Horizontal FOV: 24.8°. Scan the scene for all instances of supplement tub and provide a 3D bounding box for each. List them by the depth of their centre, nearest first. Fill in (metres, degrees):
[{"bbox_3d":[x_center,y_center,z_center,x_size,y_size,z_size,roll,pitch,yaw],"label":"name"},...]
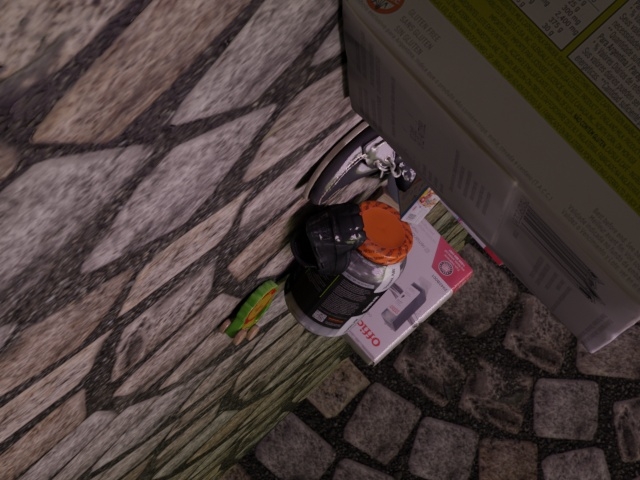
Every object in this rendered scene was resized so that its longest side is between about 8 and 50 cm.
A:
[{"bbox_3d":[0.040,0.037,1.957,0.117,0.117,0.190,-35,169,-44],"label":"supplement tub"}]

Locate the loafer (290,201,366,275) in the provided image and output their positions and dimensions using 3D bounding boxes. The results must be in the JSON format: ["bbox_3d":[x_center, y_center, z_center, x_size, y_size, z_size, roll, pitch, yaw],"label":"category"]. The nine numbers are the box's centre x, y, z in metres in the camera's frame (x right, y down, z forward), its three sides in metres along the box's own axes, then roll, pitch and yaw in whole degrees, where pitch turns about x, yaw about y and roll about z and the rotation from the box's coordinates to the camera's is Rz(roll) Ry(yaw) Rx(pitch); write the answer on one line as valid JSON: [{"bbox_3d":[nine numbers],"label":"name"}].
[{"bbox_3d":[0.000,0.000,1.786,0.078,0.076,0.223,-10,170,-10],"label":"loafer"}]

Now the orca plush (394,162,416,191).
[{"bbox_3d":[0.188,-0.160,1.730,0.287,0.151,0.102,-44,-157,-12],"label":"orca plush"}]

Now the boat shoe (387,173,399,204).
[{"bbox_3d":[0.162,-0.117,1.926,0.083,0.065,0.183,-32,165,-47],"label":"boat shoe"}]

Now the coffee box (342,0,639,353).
[{"bbox_3d":[0.254,-0.150,1.248,0.334,0.338,0.337,-43,172,-5],"label":"coffee box"}]

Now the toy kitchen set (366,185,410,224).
[{"bbox_3d":[0.111,-0.074,2.036,0.068,0.075,0.083,-43,-148,25],"label":"toy kitchen set"}]

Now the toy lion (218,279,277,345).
[{"bbox_3d":[-0.089,0.092,1.952,0.096,0.034,0.100,-52,170,10],"label":"toy lion"}]

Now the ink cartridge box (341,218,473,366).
[{"bbox_3d":[0.108,0.069,2.297,0.218,0.158,0.092,-42,173,-5],"label":"ink cartridge box"}]

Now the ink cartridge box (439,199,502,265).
[{"bbox_3d":[0.294,-0.070,2.410,0.128,0.176,0.127,-47,168,21],"label":"ink cartridge box"}]

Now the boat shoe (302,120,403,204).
[{"bbox_3d":[0.070,-0.101,1.578,0.206,0.065,0.075,-42,172,-4],"label":"boat shoe"}]

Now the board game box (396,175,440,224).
[{"bbox_3d":[0.144,-0.106,1.819,0.154,0.026,0.103,-50,-147,43],"label":"board game box"}]
